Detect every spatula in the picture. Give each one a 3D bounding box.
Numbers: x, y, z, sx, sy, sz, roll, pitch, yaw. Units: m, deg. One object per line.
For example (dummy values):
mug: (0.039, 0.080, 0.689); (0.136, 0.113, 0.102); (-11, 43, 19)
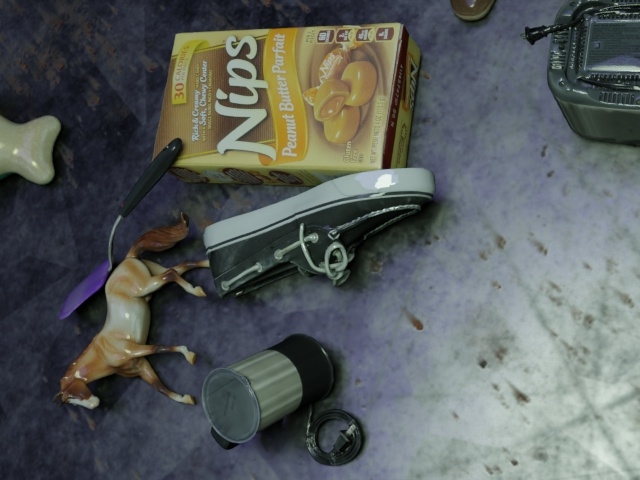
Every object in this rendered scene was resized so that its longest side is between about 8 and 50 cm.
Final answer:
spatula: (-0.255, -0.013, 1.175); (0.296, 0.030, 0.084); (-55, 16, 22)

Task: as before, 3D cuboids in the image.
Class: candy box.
candy box: (-0.045, -0.166, 1.154); (0.316, 0.087, 0.183); (3, 77, 24)

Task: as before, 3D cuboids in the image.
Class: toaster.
toaster: (0.331, -0.173, 0.962); (0.226, 0.146, 0.129); (4, 76, 23)

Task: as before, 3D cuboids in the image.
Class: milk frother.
milk frother: (-0.038, 0.193, 1.020); (0.143, 0.134, 0.129); (27, 117, 30)

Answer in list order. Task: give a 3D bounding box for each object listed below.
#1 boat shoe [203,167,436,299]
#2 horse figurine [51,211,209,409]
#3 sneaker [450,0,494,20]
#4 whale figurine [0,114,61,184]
boat shoe: (-0.002, 0.000, 1.076); (0.306, 0.113, 0.105); (-16, 76, 21)
horse figurine: (-0.223, 0.094, 1.169); (0.174, 0.066, 0.263); (7, 79, 19)
sneaker: (0.185, -0.364, 1.123); (0.066, 0.071, 0.189); (3, 76, 24)
whale figurine: (-0.510, -0.130, 1.339); (0.271, 0.141, 0.216); (2, 75, -2)
